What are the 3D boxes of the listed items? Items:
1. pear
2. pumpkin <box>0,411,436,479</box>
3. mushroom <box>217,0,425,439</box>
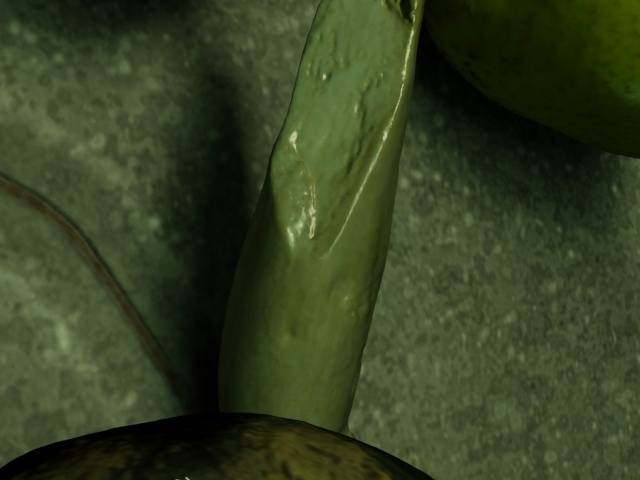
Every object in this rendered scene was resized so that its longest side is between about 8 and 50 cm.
[{"bbox_3d":[0.223,-0.182,0.993,0.318,0.342,0.239,5,84,-20],"label":"pear"},{"bbox_3d":[-0.054,0.293,0.573,0.454,0.344,0.455,-2,92,-43],"label":"pumpkin"},{"bbox_3d":[-0.001,0.001,0.812,0.107,0.087,0.333,-18,120,-72],"label":"mushroom"}]
